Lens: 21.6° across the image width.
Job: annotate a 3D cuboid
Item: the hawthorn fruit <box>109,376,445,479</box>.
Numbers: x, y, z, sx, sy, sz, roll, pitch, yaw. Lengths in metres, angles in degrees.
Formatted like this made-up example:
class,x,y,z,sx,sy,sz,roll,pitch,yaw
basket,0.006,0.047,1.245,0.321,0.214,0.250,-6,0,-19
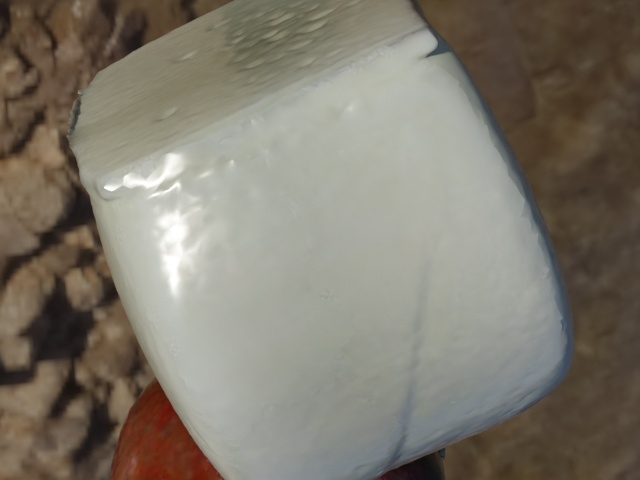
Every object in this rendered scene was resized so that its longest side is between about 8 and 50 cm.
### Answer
class,x,y,z,sx,sy,sz,roll,pitch,yaw
hawthorn fruit,-0.036,0.185,1.029,0.215,0.215,0.250,14,105,-27

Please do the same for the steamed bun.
class,x,y,z,sx,sy,sz,roll,pitch,yaw
steamed bun,0.000,0.000,0.616,0.146,0.242,0.164,-25,108,-1
